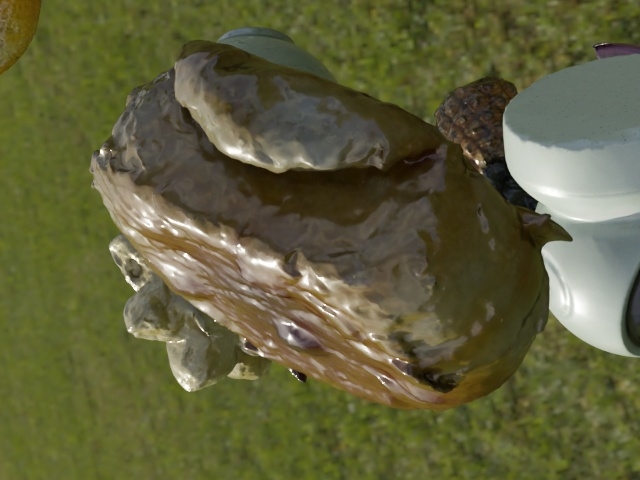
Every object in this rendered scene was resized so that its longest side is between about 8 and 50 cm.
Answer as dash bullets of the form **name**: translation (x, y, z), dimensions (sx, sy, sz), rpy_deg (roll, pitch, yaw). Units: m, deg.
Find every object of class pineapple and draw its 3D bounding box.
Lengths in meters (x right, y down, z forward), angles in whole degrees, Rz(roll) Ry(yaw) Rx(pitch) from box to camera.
- **pineapple**: translation (0.225, -0.072, 1.756), dimensions (0.128, 0.128, 0.248), rpy_deg (118, 139, -53)

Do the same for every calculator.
- **calculator**: translation (0.387, -0.171, 1.535), dimensions (0.190, 0.127, 0.034), rpy_deg (36, 111, 54)

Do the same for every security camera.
- **security camera**: translation (0.261, -0.018, 1.236), dimensions (0.194, 0.195, 0.236), rpy_deg (31, 139, 56)

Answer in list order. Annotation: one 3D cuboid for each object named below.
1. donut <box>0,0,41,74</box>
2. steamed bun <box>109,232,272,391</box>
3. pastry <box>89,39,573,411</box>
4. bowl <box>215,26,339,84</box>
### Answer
- **donut**: translation (-0.428, -0.271, 1.649), dimensions (0.118, 0.253, 0.253), rpy_deg (40, 136, 38)
- **steamed bun**: translation (-0.136, 0.057, 1.962), dimensions (0.137, 0.295, 0.292), rpy_deg (-22, 42, 38)
- **pastry**: translation (0.000, 0.000, 0.688), dimensions (0.218, 0.100, 0.229), rpy_deg (28, 166, 7)
- **bowl**: translation (-0.094, -0.217, 2.102), dimensions (0.313, 0.313, 0.146), rpy_deg (142, 131, -62)
